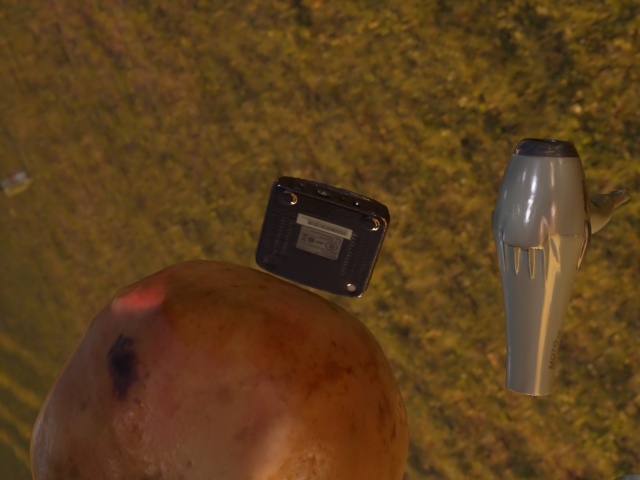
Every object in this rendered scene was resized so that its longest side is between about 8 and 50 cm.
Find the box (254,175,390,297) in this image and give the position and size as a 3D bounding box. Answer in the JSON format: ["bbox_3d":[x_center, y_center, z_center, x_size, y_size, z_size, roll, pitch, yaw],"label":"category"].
[{"bbox_3d":[0.000,0.000,1.376,0.126,0.027,0.125,16,129,1],"label":"box"}]

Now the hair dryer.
[{"bbox_3d":[0.232,0.037,1.260,0.092,0.267,0.229,9,84,31],"label":"hair dryer"}]

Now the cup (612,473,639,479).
[{"bbox_3d":[0.366,0.346,1.498,0.120,0.120,0.141,89,-170,-48],"label":"cup"}]

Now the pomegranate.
[{"bbox_3d":[-0.085,0.177,1.156,0.342,0.342,0.342,48,154,33],"label":"pomegranate"}]
